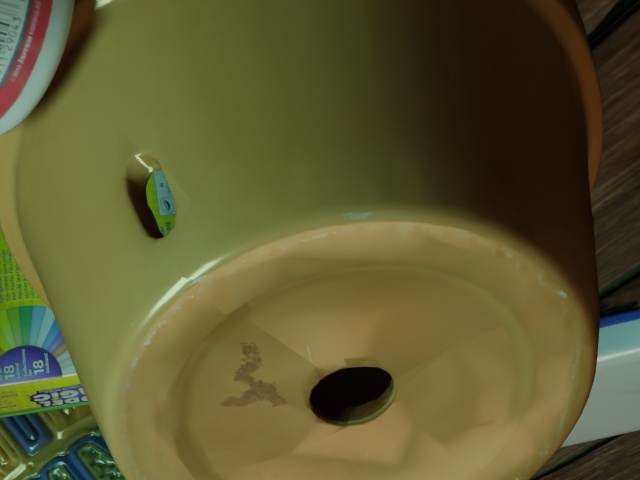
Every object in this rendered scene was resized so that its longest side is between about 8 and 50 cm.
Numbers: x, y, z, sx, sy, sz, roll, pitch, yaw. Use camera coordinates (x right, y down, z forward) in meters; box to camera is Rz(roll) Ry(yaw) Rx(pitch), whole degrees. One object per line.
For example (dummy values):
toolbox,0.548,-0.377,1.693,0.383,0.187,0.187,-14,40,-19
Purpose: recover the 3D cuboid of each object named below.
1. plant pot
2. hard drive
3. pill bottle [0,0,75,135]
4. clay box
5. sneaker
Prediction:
plant pot,0.000,0.000,0.740,0.291,0.203,0.291,-6,133,-6
hard drive,0.116,0.143,1.390,0.319,0.040,0.210,-14,155,8
pill bottle,-0.198,-0.108,0.659,0.180,0.108,0.108,13,147,-39
clay box,-0.139,0.026,0.942,0.222,0.127,0.053,-8,154,-3
sneaker,-0.085,0.101,1.051,0.296,0.112,0.131,-34,164,-8
